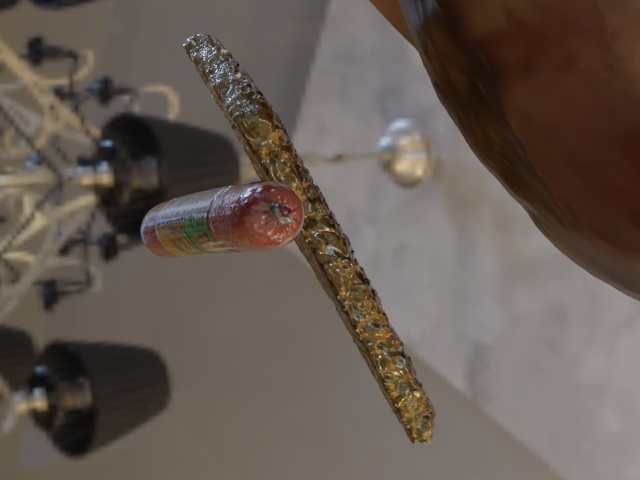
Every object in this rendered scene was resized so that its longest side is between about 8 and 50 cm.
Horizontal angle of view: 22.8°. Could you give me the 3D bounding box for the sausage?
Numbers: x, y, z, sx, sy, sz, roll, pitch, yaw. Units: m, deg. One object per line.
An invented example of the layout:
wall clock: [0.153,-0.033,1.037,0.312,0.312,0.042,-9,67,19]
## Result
sausage: [-0.048,-0.008,0.711,0.223,0.029,0.029,175,-91,-72]

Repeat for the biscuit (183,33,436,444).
biscuit: [-0.001,-0.001,0.877,0.237,0.026,0.131,60,-1,-30]

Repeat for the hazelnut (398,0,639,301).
hazelnut: [0.213,-0.170,0.691,0.421,0.353,0.420,-9,-102,48]

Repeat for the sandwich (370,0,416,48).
sandwich: [0.135,-0.167,1.186,0.186,0.108,0.220,55,-16,-22]
